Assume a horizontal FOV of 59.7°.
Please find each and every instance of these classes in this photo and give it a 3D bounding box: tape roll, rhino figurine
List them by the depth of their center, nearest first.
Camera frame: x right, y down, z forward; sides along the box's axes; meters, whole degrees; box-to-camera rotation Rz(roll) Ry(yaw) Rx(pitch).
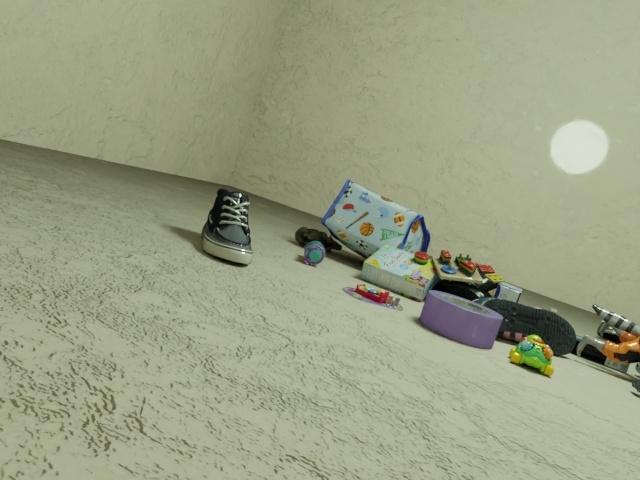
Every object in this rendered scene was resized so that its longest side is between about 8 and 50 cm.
[{"bbox_3d":[0.343,0.191,1.370,0.189,0.080,0.189,18,7,-2],"label":"tape roll"},{"bbox_3d":[0.000,0.000,2.141,0.106,0.073,0.243,27,9,42],"label":"rhino figurine"}]

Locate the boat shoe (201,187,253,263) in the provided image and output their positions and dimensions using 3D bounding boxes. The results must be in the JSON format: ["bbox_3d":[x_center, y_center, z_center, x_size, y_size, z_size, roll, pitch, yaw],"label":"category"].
[{"bbox_3d":[-0.238,-0.049,1.463,0.127,0.158,0.340,15,6,-24],"label":"boat shoe"}]

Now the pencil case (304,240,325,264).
[{"bbox_3d":[-0.020,0.039,1.757,0.064,0.070,0.151,53,2,-3],"label":"pencil case"}]

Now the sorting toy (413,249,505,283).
[{"bbox_3d":[0.434,0.077,1.726,0.274,0.046,0.132,8,24,-4],"label":"sorting toy"}]

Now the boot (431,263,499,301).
[{"bbox_3d":[0.505,0.151,1.799,0.207,0.094,0.246,-16,16,-25],"label":"boot"}]

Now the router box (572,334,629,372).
[{"bbox_3d":[0.814,0.328,1.667,0.179,0.046,0.133,20,6,17],"label":"router box"}]

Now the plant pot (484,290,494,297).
[{"bbox_3d":[0.611,0.159,2.271,0.236,0.032,0.236,37,-4,3],"label":"plant pot"}]

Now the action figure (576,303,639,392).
[{"bbox_3d":[0.854,0.286,1.447,0.330,0.178,0.341,9,5,44],"label":"action figure"}]

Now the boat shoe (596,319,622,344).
[{"bbox_3d":[1.192,0.388,2.160,0.228,0.068,0.081,26,-31,30],"label":"boat shoe"}]

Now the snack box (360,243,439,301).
[{"bbox_3d":[0.258,0.098,1.763,0.207,0.070,0.174,19,27,23],"label":"snack box"}]

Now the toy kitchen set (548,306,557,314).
[{"bbox_3d":[0.866,0.291,2.058,0.083,0.068,0.075,17,6,-1],"label":"toy kitchen set"}]

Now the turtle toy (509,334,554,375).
[{"bbox_3d":[0.487,0.254,1.276,0.095,0.066,0.130,19,6,14],"label":"turtle toy"}]

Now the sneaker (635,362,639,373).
[{"bbox_3d":[1.016,0.399,1.587,0.224,0.083,0.098,11,26,-8],"label":"sneaker"}]

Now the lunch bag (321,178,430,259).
[{"bbox_3d":[0.228,-0.025,2.107,0.328,0.239,0.385,30,-10,25],"label":"lunch bag"}]

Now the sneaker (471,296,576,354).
[{"bbox_3d":[0.547,0.227,1.534,0.319,0.112,0.131,23,-10,-14],"label":"sneaker"}]

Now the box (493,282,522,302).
[{"bbox_3d":[0.568,0.200,1.731,0.072,0.126,0.137,22,7,21],"label":"box"}]

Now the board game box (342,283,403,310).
[{"bbox_3d":[0.144,0.139,1.481,0.169,0.033,0.133,17,6,-15],"label":"board game box"}]
